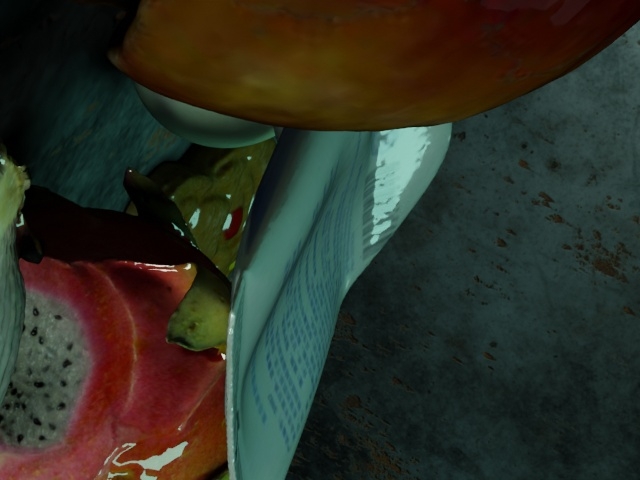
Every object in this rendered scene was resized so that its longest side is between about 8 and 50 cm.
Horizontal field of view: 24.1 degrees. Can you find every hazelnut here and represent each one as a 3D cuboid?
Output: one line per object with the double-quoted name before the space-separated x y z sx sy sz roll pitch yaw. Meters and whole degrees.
"hazelnut" 0.049 -0.247 0.843 0.429 0.402 0.402 -67 179 -48

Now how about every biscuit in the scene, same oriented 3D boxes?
"biscuit" -0.158 0.036 1.582 0.394 0.070 0.350 -55 170 -25

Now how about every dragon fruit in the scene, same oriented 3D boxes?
"dragon fruit" -0.182 0.092 1.032 0.290 0.291 0.189 -57 167 -15

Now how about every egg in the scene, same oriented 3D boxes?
"egg" -0.074 -0.148 1.183 0.151 0.151 0.209 -62 172 16

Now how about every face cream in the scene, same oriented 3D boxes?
"face cream" 0.000 0.000 0.995 0.420 0.137 0.235 -72 168 -50

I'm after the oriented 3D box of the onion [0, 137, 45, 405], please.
"onion" -0.270 0.079 0.708 0.267 0.159 0.348 90 15 -53
